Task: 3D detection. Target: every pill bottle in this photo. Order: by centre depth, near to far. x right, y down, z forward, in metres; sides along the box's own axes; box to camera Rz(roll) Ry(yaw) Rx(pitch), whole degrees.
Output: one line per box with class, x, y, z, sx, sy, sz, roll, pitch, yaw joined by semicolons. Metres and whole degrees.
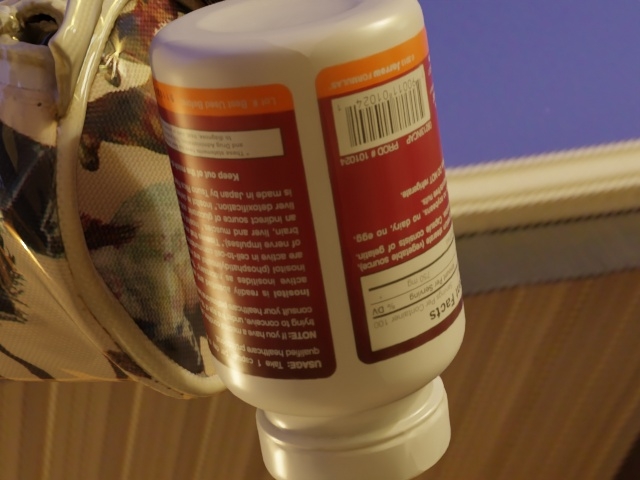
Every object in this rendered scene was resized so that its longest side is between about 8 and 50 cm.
pill bottle;0.000;0.000;0.460;0.086;0.086;0.152;-15;-69;-16

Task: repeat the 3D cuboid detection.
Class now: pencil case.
pencil case;-0.223;-0.035;0.589;0.410;0.160;0.183;3;-47;22
